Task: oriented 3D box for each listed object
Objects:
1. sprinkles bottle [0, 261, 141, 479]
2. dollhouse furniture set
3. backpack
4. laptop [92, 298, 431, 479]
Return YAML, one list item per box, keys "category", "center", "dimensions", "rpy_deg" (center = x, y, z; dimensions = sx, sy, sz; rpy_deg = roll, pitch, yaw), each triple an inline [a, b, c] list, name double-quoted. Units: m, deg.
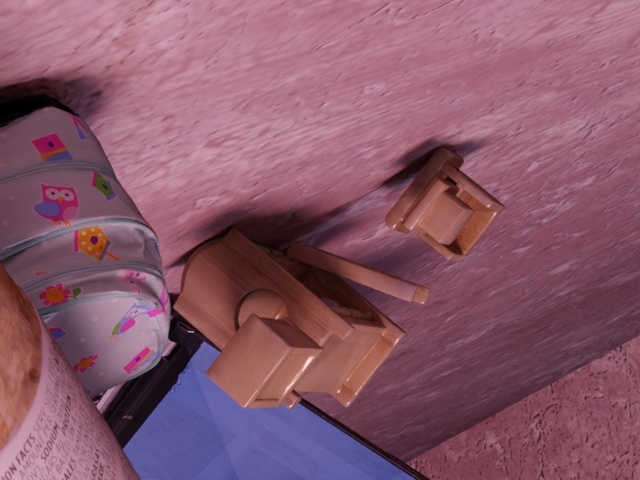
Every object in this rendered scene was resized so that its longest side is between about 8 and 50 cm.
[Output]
- category: "sprinkles bottle"
  center: [-0.126, 0.075, 0.627]
  dimensions: [0.121, 0.121, 0.355]
  rpy_deg: [-25, 139, -2]
- category: "dollhouse furniture set"
  center: [0.000, 0.000, 1.088]
  dimensions: [0.161, 0.101, 0.182]
  rpy_deg: [-53, 163, 7]
- category: "backpack"
  center: [-0.151, 0.026, 0.751]
  dimensions: [0.182, 0.115, 0.152]
  rpy_deg: [-27, 166, -10]
- category: "laptop"
  center: [-0.144, 0.217, 1.292]
  dimensions: [0.408, 0.236, 0.382]
  rpy_deg: [-20, 166, -24]
